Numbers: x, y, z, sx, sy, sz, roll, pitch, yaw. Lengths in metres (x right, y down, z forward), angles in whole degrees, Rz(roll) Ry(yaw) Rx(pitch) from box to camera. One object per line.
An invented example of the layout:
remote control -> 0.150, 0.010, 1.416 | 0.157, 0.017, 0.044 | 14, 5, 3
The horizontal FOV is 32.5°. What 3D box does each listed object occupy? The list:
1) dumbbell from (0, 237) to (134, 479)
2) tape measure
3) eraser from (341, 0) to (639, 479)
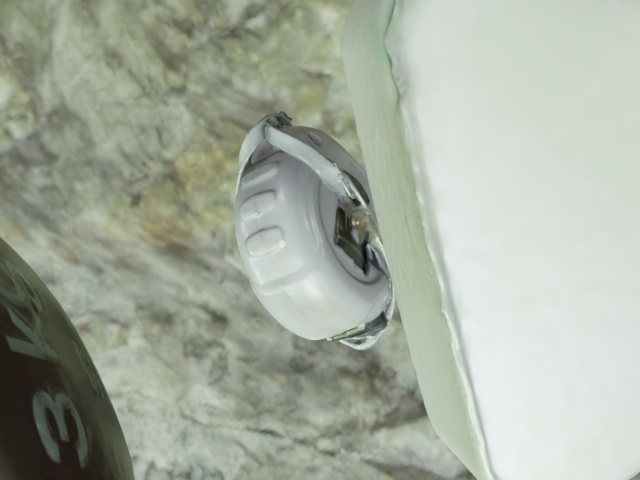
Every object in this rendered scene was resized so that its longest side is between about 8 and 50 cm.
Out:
dumbbell -> -0.184, 0.093, 0.360 | 0.225, 0.124, 0.140 | -32, -114, 4
tape measure -> 0.000, 0.000, 1.063 | 0.120, 0.236, 0.197 | -20, -135, 29
eraser -> 0.141, -0.047, 0.657 | 0.331, 0.331, 0.150 | -23, -168, -6
